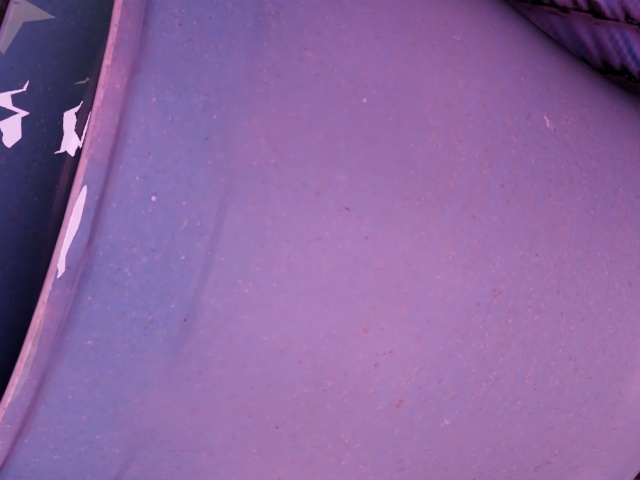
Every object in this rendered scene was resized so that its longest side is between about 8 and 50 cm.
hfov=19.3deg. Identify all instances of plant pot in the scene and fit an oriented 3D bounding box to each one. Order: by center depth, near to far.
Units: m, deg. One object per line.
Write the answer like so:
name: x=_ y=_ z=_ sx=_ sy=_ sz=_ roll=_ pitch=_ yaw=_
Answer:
plant pot: x=0.000 y=0.000 z=0.738 sx=0.255 sy=0.271 sz=0.271 roll=15 pitch=147 yaw=-19
